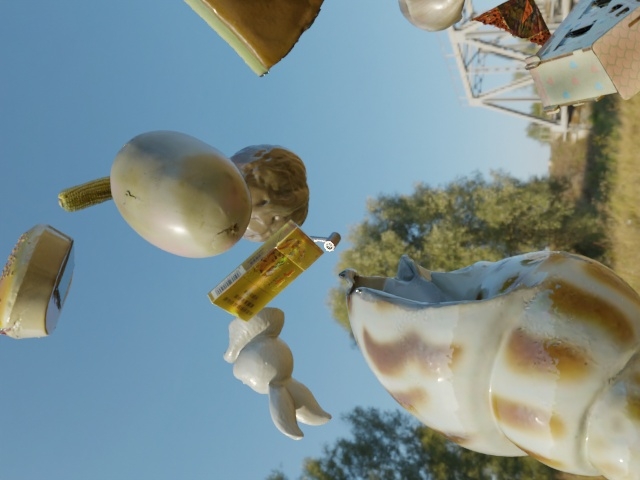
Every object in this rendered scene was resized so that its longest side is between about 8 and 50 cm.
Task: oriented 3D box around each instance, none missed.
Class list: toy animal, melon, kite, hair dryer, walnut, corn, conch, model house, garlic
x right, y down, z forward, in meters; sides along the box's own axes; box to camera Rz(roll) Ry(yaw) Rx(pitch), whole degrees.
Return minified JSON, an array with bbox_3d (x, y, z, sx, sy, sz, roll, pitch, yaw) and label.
[{"bbox_3d":[-0.084,0.236,0.934,0.103,0.130,0.221,16,-134,-55],"label":"toy animal"},{"bbox_3d":[-0.273,-0.092,1.078,0.223,0.317,0.223,-39,-34,-34],"label":"melon"},{"bbox_3d":[0.429,-0.480,1.174,0.008,0.222,0.125,143,144,-76],"label":"kite"},{"bbox_3d":[0.000,0.000,1.690,0.063,0.114,0.037,-51,-39,-56],"label":"hair dryer"},{"bbox_3d":[-0.137,-0.118,1.390,0.248,0.248,0.249,6,-90,-66],"label":"walnut"},{"bbox_3d":[-0.620,-0.135,1.535,0.203,0.072,0.072,-24,-57,-25],"label":"corn"},{"bbox_3d":[0.141,0.085,0.400,0.182,0.275,0.149,-15,-81,-29],"label":"conch"},{"bbox_3d":[0.574,-0.384,1.027,0.169,0.244,0.326,48,-111,-18],"label":"model house"},{"bbox_3d":[0.233,-0.558,1.103,0.210,0.237,0.292,32,-156,-27],"label":"garlic"}]

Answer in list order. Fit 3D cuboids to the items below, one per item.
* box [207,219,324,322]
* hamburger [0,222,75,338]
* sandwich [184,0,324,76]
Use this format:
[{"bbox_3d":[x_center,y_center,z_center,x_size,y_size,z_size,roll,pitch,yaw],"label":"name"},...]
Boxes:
[{"bbox_3d":[-0.074,0.045,0.772,0.156,0.022,0.089,-40,-36,3],"label":"box"},{"bbox_3d":[-0.690,0.096,1.330,0.295,0.151,0.227,-94,23,-52],"label":"hamburger"},{"bbox_3d":[-0.075,-0.376,0.714,0.212,0.063,0.245,40,-107,-29],"label":"sandwich"}]
